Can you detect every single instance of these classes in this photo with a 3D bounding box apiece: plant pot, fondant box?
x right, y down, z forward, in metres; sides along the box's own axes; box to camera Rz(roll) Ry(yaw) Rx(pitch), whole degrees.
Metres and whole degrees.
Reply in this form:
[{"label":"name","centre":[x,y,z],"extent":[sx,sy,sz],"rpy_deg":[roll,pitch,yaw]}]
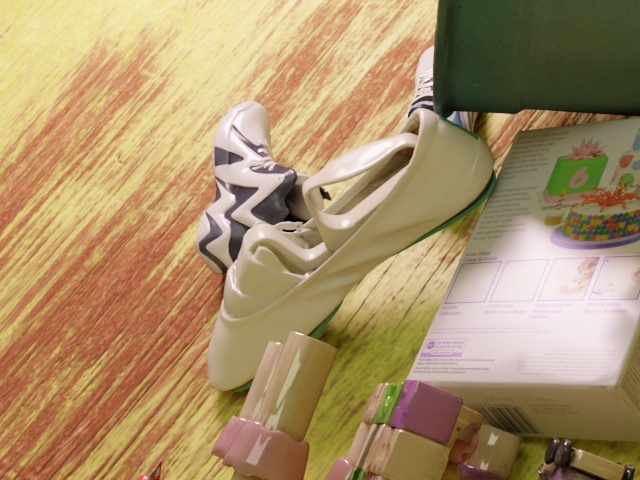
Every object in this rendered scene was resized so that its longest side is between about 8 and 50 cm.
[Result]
[{"label":"plant pot","centre":[0.310,-0.269,1.517],"extent":[0.334,0.341,0.341],"rpy_deg":[10,54,11]},{"label":"fondant box","centre":[0.254,0.032,1.440],"extent":[0.238,0.096,0.330],"rpy_deg":[-3,50,43]}]

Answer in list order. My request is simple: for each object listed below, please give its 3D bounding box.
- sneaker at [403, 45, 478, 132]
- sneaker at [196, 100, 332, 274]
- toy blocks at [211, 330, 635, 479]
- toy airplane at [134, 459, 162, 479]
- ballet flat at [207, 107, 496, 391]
[{"label":"sneaker","centre":[0.137,-0.154,1.718],"extent":[0.085,0.086,0.237],"rpy_deg":[-16,44,21]},{"label":"sneaker","centre":[-0.051,-0.072,1.751],"extent":[0.153,0.094,0.235],"rpy_deg":[-6,49,25]},{"label":"toy blocks","centre":[0.049,0.253,1.267],"extent":[0.309,0.288,0.260],"rpy_deg":[22,82,-3]},{"label":"toy airplane","centre":[-0.206,0.298,1.551],"extent":[0.151,0.028,0.151],"rpy_deg":[-16,46,17]},{"label":"ballet flat","centre":[0.000,0.000,1.566],"extent":[0.400,0.139,0.139],"rpy_deg":[-39,41,15]}]
